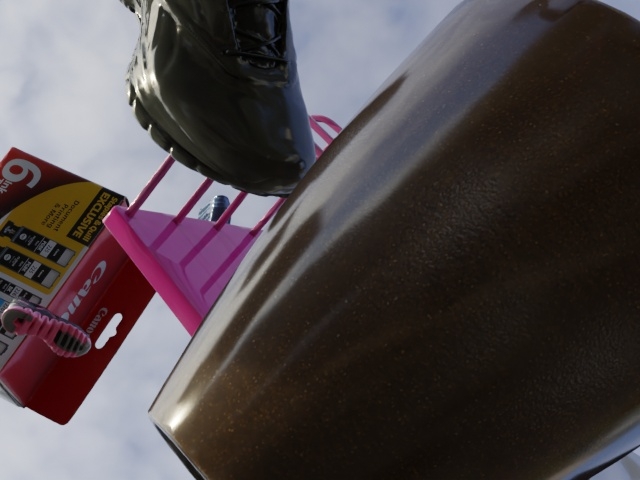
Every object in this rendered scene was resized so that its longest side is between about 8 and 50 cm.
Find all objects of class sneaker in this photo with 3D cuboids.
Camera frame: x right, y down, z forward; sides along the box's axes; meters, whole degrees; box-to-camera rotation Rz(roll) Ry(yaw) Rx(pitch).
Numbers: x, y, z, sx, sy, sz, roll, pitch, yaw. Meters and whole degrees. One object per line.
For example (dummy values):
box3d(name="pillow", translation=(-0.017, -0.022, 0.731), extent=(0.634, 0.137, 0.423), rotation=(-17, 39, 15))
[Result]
box3d(name="sneaker", translation=(-0.068, -0.157, 0.586), extent=(0.109, 0.286, 0.130), rotation=(0, -35, -42))
box3d(name="sneaker", translation=(-0.345, 0.106, 1.139), extent=(0.119, 0.057, 0.047), rotation=(33, -77, -26))

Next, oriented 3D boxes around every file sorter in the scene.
box3d(name="file sorter", translation=(0.000, 0.000, 0.817), extent=(0.182, 0.291, 0.202), rotation=(-48, -113, 15))

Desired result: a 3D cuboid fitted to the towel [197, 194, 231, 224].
box3d(name="towel", translation=(-0.120, 0.014, 0.971), extent=(0.029, 0.119, 0.067), rotation=(17, -23, -21))

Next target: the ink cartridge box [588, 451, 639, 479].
box3d(name="ink cartridge box", translation=(0.136, 0.226, 0.533), extent=(0.067, 0.115, 0.198), rotation=(31, -64, 13))

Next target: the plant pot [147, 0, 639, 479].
box3d(name="plant pot", translation=(0.048, 0.043, 0.396), extent=(0.230, 0.215, 0.215), rotation=(-40, -72, -17))

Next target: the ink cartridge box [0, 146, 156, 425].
box3d(name="ink cartridge box", translation=(-0.399, 0.060, 1.263), extent=(0.272, 0.309, 0.130), rotation=(23, -27, 13))
